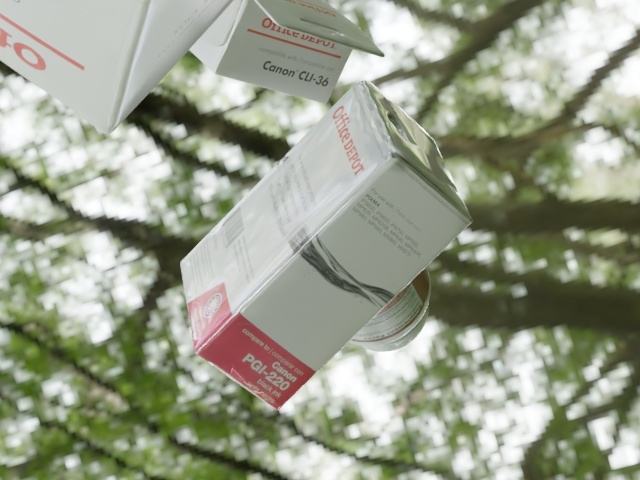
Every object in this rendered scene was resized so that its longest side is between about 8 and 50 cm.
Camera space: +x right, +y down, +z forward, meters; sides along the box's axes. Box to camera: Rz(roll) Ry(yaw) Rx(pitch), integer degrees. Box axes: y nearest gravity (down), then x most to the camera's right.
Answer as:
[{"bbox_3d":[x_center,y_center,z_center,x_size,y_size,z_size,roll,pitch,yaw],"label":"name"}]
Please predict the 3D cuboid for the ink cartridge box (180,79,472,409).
[{"bbox_3d":[0.000,0.000,1.400,0.092,0.218,0.158,37,-164,-23],"label":"ink cartridge box"}]

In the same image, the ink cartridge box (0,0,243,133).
[{"bbox_3d":[-0.113,-0.178,0.675,0.207,0.353,0.119,35,-117,5],"label":"ink cartridge box"}]

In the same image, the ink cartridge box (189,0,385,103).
[{"bbox_3d":[-0.053,-0.167,1.363,0.115,0.067,0.198,11,-157,-41],"label":"ink cartridge box"}]

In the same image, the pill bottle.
[{"bbox_3d":[0.042,0.032,1.802,0.216,0.121,0.121,58,-156,-62],"label":"pill bottle"}]
